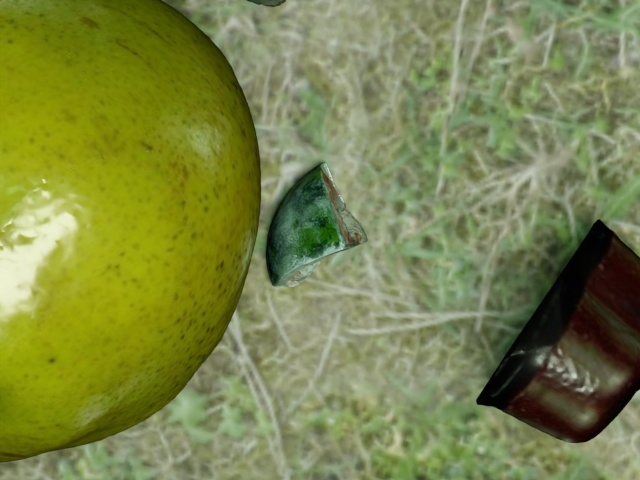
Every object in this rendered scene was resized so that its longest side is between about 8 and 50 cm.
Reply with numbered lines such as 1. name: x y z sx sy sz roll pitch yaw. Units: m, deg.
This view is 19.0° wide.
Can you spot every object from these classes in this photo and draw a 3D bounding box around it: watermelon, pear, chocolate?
1. watermelon: 0.000 0.000 1.204 0.061 0.085 0.085 14 92 -22
2. pear: -0.166 -0.021 1.106 0.294 0.294 0.294 0 90 8
3. chocolate: 0.153 0.074 1.139 0.080 0.149 0.125 32 132 6

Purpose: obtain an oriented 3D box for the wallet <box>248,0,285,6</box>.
1. wallet: -0.052 -0.284 1.206 0.168 0.052 0.245 22 97 7
